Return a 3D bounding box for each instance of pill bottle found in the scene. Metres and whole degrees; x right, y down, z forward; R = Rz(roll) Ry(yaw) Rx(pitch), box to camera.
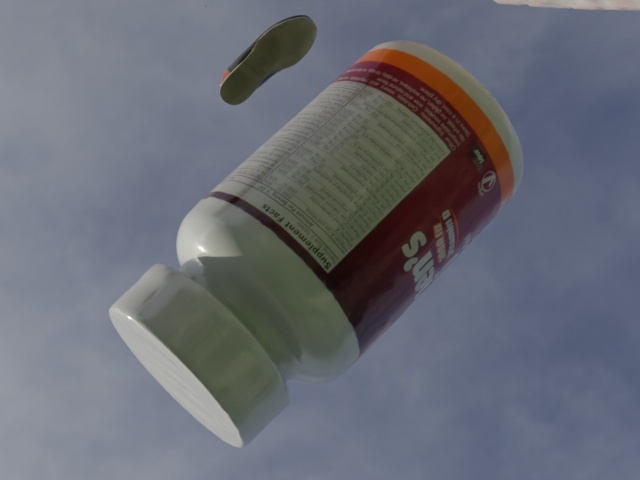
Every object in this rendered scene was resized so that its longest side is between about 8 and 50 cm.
[{"bbox_3d":[0.000,0.000,0.578,0.221,0.121,0.121,-44,-76,-20],"label":"pill bottle"}]

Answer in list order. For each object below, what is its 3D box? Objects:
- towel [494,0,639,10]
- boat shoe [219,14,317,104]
[{"bbox_3d":[0.131,-0.233,0.604,0.332,0.317,0.053,28,-97,-39],"label":"towel"},{"bbox_3d":[-0.059,-0.204,1.168,0.137,0.043,0.049,-39,-71,22],"label":"boat shoe"}]
